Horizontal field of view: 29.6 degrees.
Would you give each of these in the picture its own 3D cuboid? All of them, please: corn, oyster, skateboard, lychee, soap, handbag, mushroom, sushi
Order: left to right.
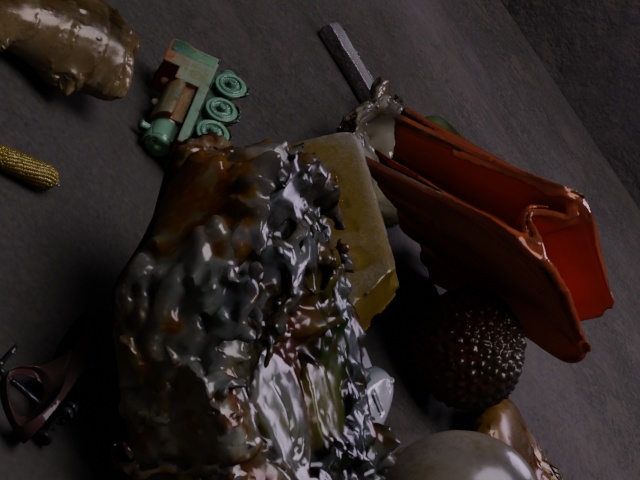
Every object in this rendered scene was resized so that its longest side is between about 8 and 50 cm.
[{"bbox_3d":[-0.289,-0.070,1.183,0.083,0.028,0.027,27,45,-41],"label":"corn"},{"bbox_3d":[-0.233,0.112,1.046,0.080,0.067,0.151,43,32,-11],"label":"skateboard"},{"bbox_3d":[-0.050,0.109,1.151,0.417,0.176,0.417,-9,90,-71],"label":"sushi"},{"bbox_3d":[0.000,0.000,1.453,0.080,0.160,0.257,77,-2,-56],"label":"soap"},{"bbox_3d":[0.080,-0.113,1.829,0.396,0.111,0.204,-51,124,-64],"label":"oyster"},{"bbox_3d":[0.139,0.304,1.373,0.207,0.207,0.215,44,-5,-26],"label":"mushroom"},{"bbox_3d":[0.193,0.138,1.647,0.197,0.165,0.165,48,17,33],"label":"lychee"},{"bbox_3d":[0.238,0.006,1.661,0.303,0.116,0.410,28,-13,29],"label":"handbag"}]

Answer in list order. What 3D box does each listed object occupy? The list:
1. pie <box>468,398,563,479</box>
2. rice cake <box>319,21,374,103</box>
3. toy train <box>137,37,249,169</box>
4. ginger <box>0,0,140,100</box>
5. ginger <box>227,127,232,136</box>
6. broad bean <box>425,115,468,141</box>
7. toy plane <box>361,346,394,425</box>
[{"bbox_3d":[0.279,0.330,1.695,0.273,0.069,0.273,43,32,-35],"label":"pie"},{"bbox_3d":[0.064,-0.273,2.027,0.047,0.036,0.206,-29,87,-52],"label":"rice cake"},{"bbox_3d":[-0.158,-0.153,1.448,0.118,0.074,0.176,24,47,-7],"label":"toy train"},{"bbox_3d":[-0.308,-0.212,1.256,0.295,0.086,0.131,1,69,-51],"label":"ginger"},{"bbox_3d":[-0.134,-0.132,1.520,0.048,0.030,0.097,48,29,-15],"label":"ginger"},{"bbox_3d":[0.224,-0.131,2.083,0.169,0.100,0.228,49,24,-33],"label":"broad bean"},{"bbox_3d":[0.037,0.192,1.404,0.174,0.080,0.174,46,36,-47],"label":"toy plane"}]
